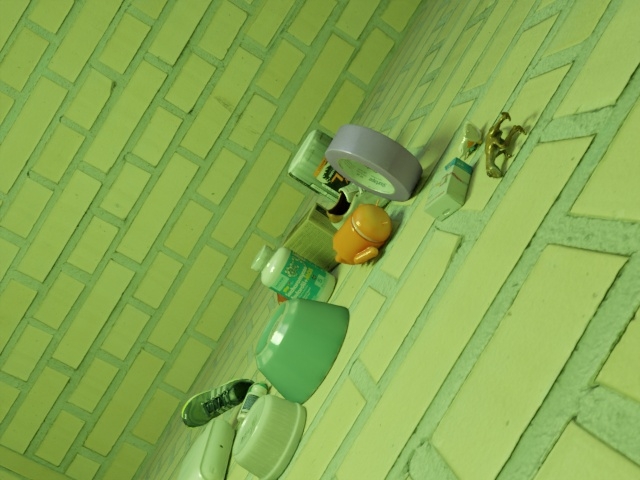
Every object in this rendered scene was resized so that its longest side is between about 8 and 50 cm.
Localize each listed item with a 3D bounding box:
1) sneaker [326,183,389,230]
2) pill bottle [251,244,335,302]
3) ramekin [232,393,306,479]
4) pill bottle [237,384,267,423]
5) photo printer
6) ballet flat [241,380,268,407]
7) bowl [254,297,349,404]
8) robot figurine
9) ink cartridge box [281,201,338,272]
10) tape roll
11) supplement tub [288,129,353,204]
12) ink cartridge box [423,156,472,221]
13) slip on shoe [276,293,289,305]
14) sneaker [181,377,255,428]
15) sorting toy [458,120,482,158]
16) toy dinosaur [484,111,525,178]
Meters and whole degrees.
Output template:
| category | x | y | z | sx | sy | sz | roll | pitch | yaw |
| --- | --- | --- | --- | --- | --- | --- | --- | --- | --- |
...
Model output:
| category | x | y | z | sx | sy | sz | roll | pitch | yaw |
| --- | --- | --- | --- | --- | --- | --- | --- | --- | --- |
| sneaker | 0.141 | -0.153 | 1.755 | 0.290 | 0.123 | 0.106 | -46 | 42 | 1 |
| pill bottle | -0.093 | 0.118 | 1.819 | 0.146 | 0.264 | 0.146 | -56 | 11 | 16 |
| ramekin | -0.135 | 0.490 | 1.394 | 0.207 | 0.109 | 0.207 | -56 | 11 | 17 |
| pill bottle | -0.215 | 0.530 | 1.776 | 0.067 | 0.067 | 0.120 | -47 | 16 | 48 |
| photo printer | -0.397 | 0.777 | 1.816 | 0.256 | 0.107 | 0.307 | -56 | 11 | 17 |
| ballet flat | -0.222 | 0.520 | 1.879 | 0.168 | 0.057 | 0.052 | -53 | 2 | 29 |
| bowl | -0.072 | 0.284 | 1.540 | 0.311 | 0.163 | 0.311 | -57 | 10 | 16 |
| robot figurine | 0.121 | -0.015 | 1.583 | 0.219 | 0.128 | 0.158 | -52 | -2 | 39 |
| ink cartridge box | 0.000 | 0.000 | 1.914 | 0.234 | 0.193 | 0.088 | -45 | 16 | 51 |
| tape roll | 0.152 | -0.220 | 1.593 | 0.090 | 0.274 | 0.275 | -61 | 10 | -9 |
| supplement tub | 0.062 | -0.232 | 1.942 | 0.193 | 0.316 | 0.193 | -56 | 12 | 18 |
| ink cartridge box | 0.292 | -0.116 | 1.263 | 0.088 | 0.052 | 0.122 | -45 | 19 | 53 |
| slip on shoe | -0.133 | 0.182 | 2.268 | 0.101 | 0.123 | 0.331 | -60 | 14 | 16 |
| sneaker | -0.355 | 0.564 | 1.961 | 0.300 | 0.111 | 0.121 | -24 | -8 | -42 |
| sorting toy | 0.355 | -0.234 | 1.343 | 0.075 | 0.045 | 0.083 | -59 | 8 | 44 |
| toy dinosaur | 0.368 | -0.217 | 1.162 | 0.112 | 0.064 | 0.211 | -51 | 13 | 44 |
